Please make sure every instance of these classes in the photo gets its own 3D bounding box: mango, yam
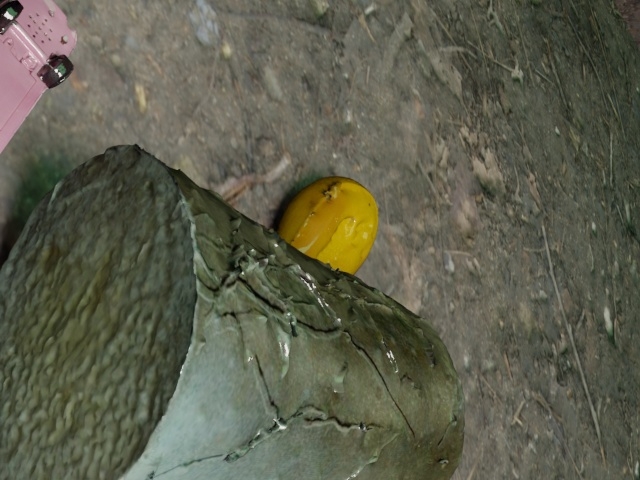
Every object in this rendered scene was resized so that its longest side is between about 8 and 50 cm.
[{"bbox_3d":[0.000,0.000,0.959,0.187,0.066,0.101,-49,126,-47],"label":"mango"},{"bbox_3d":[-0.057,0.091,0.674,0.348,0.241,0.241,28,54,-51],"label":"yam"}]

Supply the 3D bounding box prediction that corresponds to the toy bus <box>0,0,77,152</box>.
[{"bbox_3d":[-0.225,-0.079,0.619,0.063,0.090,0.203,52,38,-31],"label":"toy bus"}]
